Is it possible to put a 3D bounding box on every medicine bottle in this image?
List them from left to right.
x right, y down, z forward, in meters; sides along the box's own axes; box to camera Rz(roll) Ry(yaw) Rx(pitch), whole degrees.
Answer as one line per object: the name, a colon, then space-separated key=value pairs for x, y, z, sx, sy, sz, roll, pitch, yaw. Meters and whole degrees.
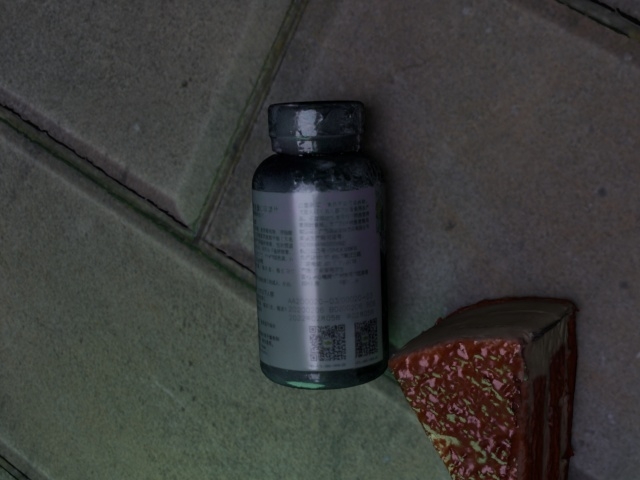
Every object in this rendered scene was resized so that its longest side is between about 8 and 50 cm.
medicine bottle: x=0.000 y=0.000 z=1.148 sx=0.141 sy=0.141 sz=0.293 roll=3 pitch=101 yaw=26

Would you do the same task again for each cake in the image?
cake: x=0.159 y=0.191 z=1.099 sx=0.160 sy=0.158 sz=0.261 roll=8 pitch=104 yaw=29
